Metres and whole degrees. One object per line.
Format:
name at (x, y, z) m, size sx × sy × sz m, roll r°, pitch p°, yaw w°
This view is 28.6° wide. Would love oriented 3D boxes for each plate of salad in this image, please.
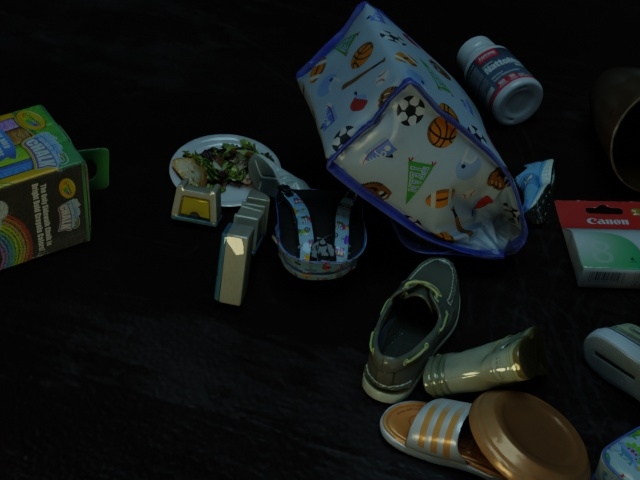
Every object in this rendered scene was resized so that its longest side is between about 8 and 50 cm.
plate of salad at (-0.168, -0.133, 2.232) m, size 0.200 × 0.048 × 0.200 m, roll 3°, pitch 42°, yaw -3°

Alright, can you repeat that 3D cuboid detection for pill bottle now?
pill bottle at (0.341, -0.315, 2.438) m, size 0.108 × 0.108 × 0.180 m, roll -15°, pitch 46°, yaw -21°

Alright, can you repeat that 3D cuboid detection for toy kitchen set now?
toy kitchen set at (-0.183, -0.002, 2.068) m, size 0.166 × 0.122 × 0.207 m, roll 11°, pitch 23°, yaw 6°

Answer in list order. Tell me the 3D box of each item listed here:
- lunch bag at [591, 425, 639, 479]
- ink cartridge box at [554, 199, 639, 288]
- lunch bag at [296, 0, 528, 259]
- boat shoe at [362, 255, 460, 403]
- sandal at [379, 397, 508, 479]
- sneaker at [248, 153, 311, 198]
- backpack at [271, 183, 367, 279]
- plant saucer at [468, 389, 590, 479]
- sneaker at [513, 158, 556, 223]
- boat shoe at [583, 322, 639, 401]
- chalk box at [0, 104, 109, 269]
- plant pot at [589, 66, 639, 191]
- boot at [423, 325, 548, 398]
lunch bag at (0.506, 0.355, 1.753) m, size 0.176 × 0.090 × 0.219 m, roll -24°, pitch 51°, yaw -27°
ink cartridge box at (0.514, -0.010, 2.172) m, size 0.181 × 0.056 × 0.224 m, roll 1°, pitch 45°, yaw -5°
lunch bag at (0.168, -0.158, 2.108) m, size 0.385 × 0.239 × 0.328 m, roll 33°, pitch 23°, yaw -31°
boat shoe at (0.152, 0.120, 1.964) m, size 0.109 × 0.091 × 0.305 m, roll 19°, pitch 45°, yaw 14°
sandal at (0.218, 0.279, 1.812) m, size 0.265 × 0.076 × 0.102 m, roll 19°, pitch 44°, yaw 14°
sneaker at (-0.063, -0.095, 2.190) m, size 0.152 × 0.053 × 0.061 m, roll 43°, pitch 33°, yaw 7°
backpack at (0.000, 0.000, 2.056) m, size 0.158 × 0.117 × 0.173 m, roll 1°, pitch 43°, yaw -6°
plant saucer at (0.304, 0.283, 1.788) m, size 0.200 × 0.037 × 0.200 m, roll 25°, pitch 30°, yaw -15°
sneaker at (0.375, -0.084, 2.244) m, size 0.073 × 0.063 × 0.162 m, roll 1°, pitch 36°, yaw 21°
boat shoe at (0.535, 0.215, 1.896) m, size 0.094 × 0.109 × 0.302 m, roll -25°, pitch 48°, yaw -31°
chalk box at (-0.487, -0.090, 2.057) m, size 0.289 × 0.180 × 0.179 m, roll -20°, pitch 49°, yaw -27°
plant pot at (0.593, -0.232, 2.328) m, size 0.215 × 0.215 × 0.230 m, roll -4°, pitch 29°, yaw -11°
boot at (0.251, 0.188, 1.900) m, size 0.165 × 0.077 × 0.213 m, roll -16°, pitch -4°, yaw 21°
